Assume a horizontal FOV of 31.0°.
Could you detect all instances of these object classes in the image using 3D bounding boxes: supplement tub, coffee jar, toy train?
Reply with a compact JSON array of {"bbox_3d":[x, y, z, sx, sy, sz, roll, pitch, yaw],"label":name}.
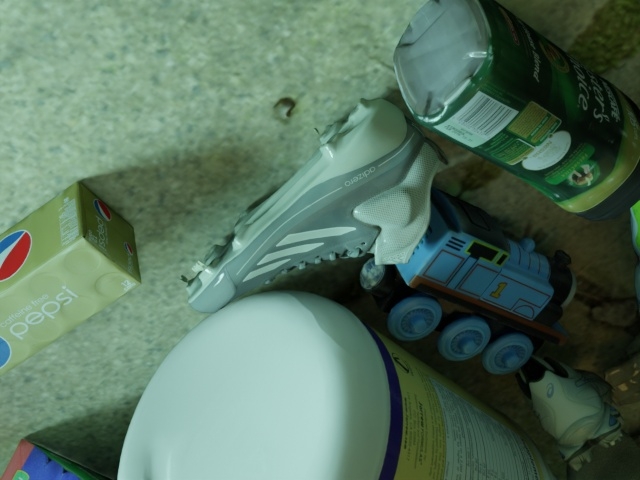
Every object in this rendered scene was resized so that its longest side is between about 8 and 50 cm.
[{"bbox_3d":[0.036,0.206,0.893,0.241,0.241,0.331,-38,132,19],"label":"supplement tub"},{"bbox_3d":[0.138,-0.084,0.746,0.184,0.096,0.079,25,124,-35],"label":"coffee jar"},{"bbox_3d":[0.117,0.034,0.868,0.184,0.080,0.105,22,117,-33],"label":"toy train"}]

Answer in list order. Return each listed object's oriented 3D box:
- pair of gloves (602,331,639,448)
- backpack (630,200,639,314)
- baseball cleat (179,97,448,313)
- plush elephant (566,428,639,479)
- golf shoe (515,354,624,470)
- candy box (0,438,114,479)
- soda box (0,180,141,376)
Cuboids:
[{"bbox_3d":[0.371,0.131,1.064,0.204,0.042,0.240,-27,135,10],"label":"pair of gloves"},{"bbox_3d":[0.369,0.031,0.839,0.290,0.273,0.356,-22,112,4],"label":"backpack"},{"bbox_3d":[0.000,0.000,0.787,0.109,0.072,0.206,41,115,-12],"label":"baseball cleat"},{"bbox_3d":[0.250,0.317,1.076,0.255,0.330,0.272,-42,101,-21],"label":"plush elephant"},{"bbox_3d":[0.196,0.120,0.950,0.069,0.176,0.086,-39,91,4],"label":"golf shoe"},{"bbox_3d":[-0.171,0.355,0.964,0.317,0.122,0.268,39,73,-42],"label":"candy box"},{"bbox_3d":[-0.211,0.040,0.787,0.181,0.058,0.061,-32,133,15],"label":"soda box"}]
